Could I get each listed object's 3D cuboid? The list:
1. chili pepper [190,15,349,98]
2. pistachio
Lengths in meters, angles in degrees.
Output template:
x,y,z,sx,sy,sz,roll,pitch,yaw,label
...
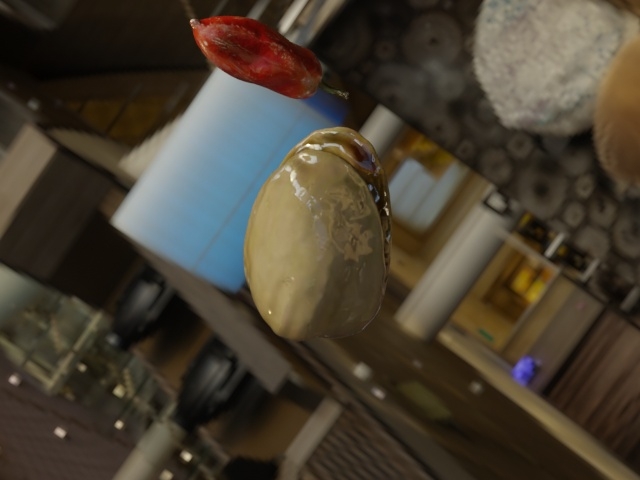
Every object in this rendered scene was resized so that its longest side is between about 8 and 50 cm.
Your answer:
x,y,z,sx,sy,sz,roll,pitch,yaw,label
-0.050,-0.169,1.289,0.191,0.059,0.050,22,-147,-39,chili pepper
0.000,0.000,1.227,0.131,0.206,0.129,13,-147,5,pistachio
